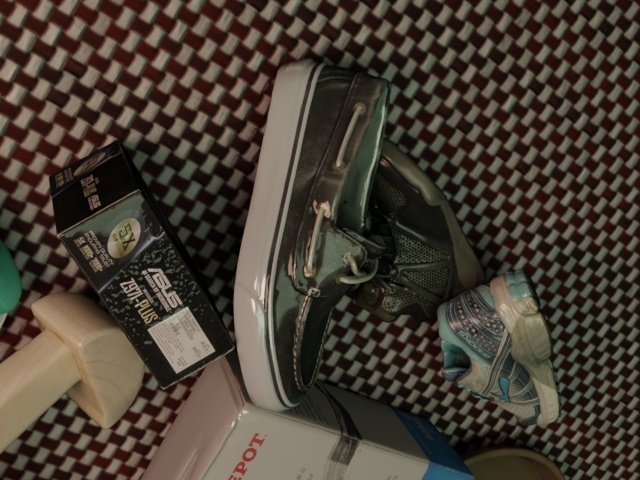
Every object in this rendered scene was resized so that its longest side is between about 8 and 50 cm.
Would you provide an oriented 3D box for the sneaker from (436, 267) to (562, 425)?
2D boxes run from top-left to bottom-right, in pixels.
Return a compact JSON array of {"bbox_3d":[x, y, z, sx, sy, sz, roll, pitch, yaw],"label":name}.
[{"bbox_3d":[0.198,0.131,1.013,0.122,0.110,0.283,-15,140,10],"label":"sneaker"}]

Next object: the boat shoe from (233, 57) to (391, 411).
[{"bbox_3d":[0.000,0.000,0.825,0.119,0.121,0.335,8,95,18],"label":"boat shoe"}]

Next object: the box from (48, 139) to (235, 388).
[{"bbox_3d":[-0.164,0.019,0.812,0.077,0.147,0.180,-30,118,-5],"label":"box"}]

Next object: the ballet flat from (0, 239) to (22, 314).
[{"bbox_3d":[-0.337,-0.023,0.737,0.083,0.087,0.247,-37,113,-13],"label":"ballet flat"}]

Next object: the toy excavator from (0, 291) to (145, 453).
[{"bbox_3d":[-0.366,0.291,0.784,0.433,0.222,0.445,-16,130,-49],"label":"toy excavator"}]

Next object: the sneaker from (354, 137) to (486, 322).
[{"bbox_3d":[0.077,0.002,0.928,0.130,0.087,0.227,-38,125,-8],"label":"sneaker"}]

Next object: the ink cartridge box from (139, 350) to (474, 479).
[{"bbox_3d":[-0.023,0.279,0.986,0.307,0.129,0.223,24,104,-28],"label":"ink cartridge box"}]

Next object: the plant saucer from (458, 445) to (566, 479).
[{"bbox_3d":[0.197,0.378,1.157,0.278,0.041,0.278,-9,116,-19],"label":"plant saucer"}]

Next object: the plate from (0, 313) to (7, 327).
[{"bbox_3d":[-0.381,0.041,0.813,0.188,0.024,0.188,-7,114,-16],"label":"plate"}]
